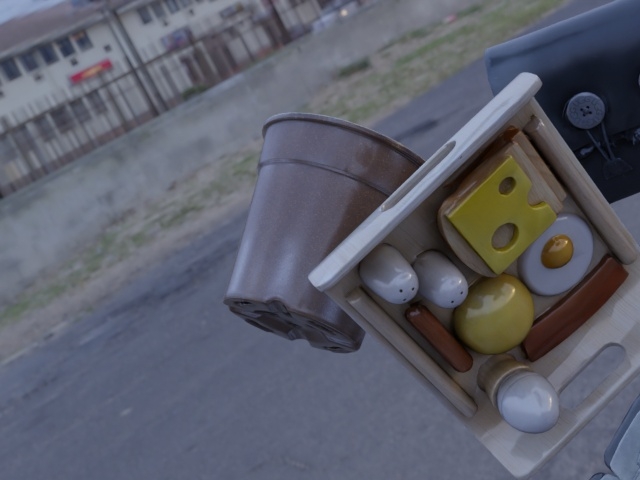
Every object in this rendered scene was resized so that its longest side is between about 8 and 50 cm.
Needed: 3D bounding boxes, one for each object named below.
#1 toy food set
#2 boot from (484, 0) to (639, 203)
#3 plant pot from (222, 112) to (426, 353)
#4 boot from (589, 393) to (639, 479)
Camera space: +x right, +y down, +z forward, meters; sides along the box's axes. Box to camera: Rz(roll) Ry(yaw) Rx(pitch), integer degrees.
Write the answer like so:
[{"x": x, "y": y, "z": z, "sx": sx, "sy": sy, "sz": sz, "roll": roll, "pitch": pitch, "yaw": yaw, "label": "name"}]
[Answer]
[{"x": 0.158, "y": 0.041, "z": 0.893, "sx": 0.220, "sy": 0.306, "sz": 0.092, "roll": -44, "pitch": 37, "yaw": 1, "label": "toy food set"}, {"x": 0.365, "y": -0.256, "z": 1.131, "sx": 0.445, "sy": 0.367, "sz": 0.146, "roll": -21, "pitch": 12, "yaw": 33, "label": "boot"}, {"x": 0.000, "y": 0.000, "z": 0.987, "sx": 0.167, "sy": 0.167, "sz": 0.165, "roll": -10, "pitch": 56, "yaw": 60, "label": "plant pot"}, {"x": 0.258, "y": 0.124, "z": 0.666, "sx": 0.246, "sy": 0.161, "sz": 0.083, "roll": -57, "pitch": -33, "yaw": 6, "label": "boot"}]
